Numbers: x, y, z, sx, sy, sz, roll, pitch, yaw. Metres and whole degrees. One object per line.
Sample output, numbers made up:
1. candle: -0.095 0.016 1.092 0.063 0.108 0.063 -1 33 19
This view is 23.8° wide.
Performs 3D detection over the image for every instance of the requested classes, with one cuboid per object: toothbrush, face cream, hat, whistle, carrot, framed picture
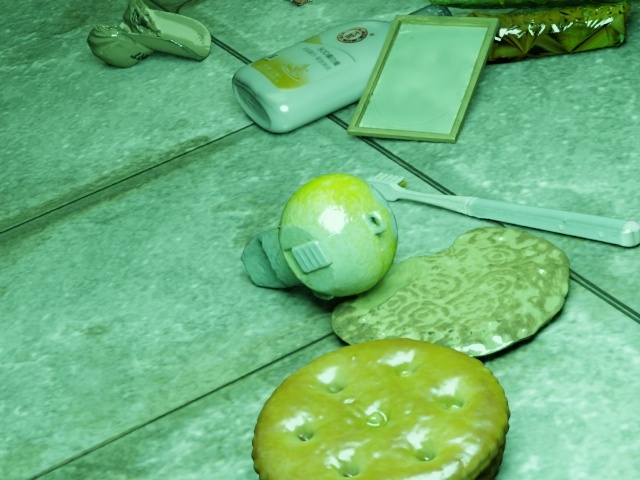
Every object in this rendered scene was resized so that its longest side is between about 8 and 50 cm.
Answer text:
1. toothbrush: 0.181 -0.033 1.574 0.342 0.025 0.030 13 38 41
2. face cream: 0.039 -0.226 1.921 0.291 0.071 0.144 -24 37 -16
3. hat: -0.245 -0.273 2.155 0.175 0.085 0.147 20 28 13
4. whistle: 0.000 0.000 1.495 0.123 0.123 0.223 -38 10 -35
5. carrot: 0.269 -0.256 1.873 0.228 0.069 0.069 -4 31 15
6. framed picture: 0.125 -0.197 1.821 0.136 0.010 0.201 6 53 24

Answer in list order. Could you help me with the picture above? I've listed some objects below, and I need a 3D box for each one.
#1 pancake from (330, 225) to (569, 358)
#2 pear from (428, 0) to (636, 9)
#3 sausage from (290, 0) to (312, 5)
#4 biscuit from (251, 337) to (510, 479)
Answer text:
1. pancake: 0.124 0.054 1.445 0.235 0.029 0.212 -13 30 5
2. pear: 0.288 -0.349 1.889 0.288 0.139 0.239 -1 -5 13
3. sausage: -0.051 -0.392 2.278 0.050 0.048 0.145 -56 31 6
4. biscuit: 0.050 0.164 1.255 0.220 0.066 0.220 -10 33 7
